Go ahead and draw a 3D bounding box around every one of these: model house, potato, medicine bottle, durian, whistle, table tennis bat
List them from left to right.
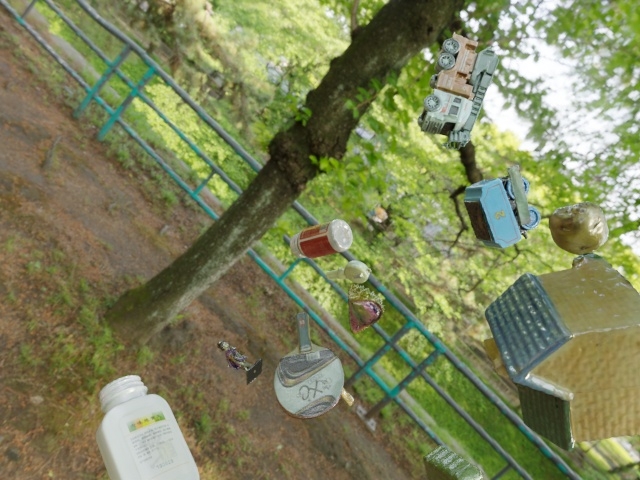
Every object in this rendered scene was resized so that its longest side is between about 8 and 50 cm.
[{"bbox_3d":[-0.446,0.502,1.178,0.179,0.124,0.324,-7,53,-47],"label":"medicine bottle"},{"bbox_3d":[-0.033,0.307,1.191,0.301,0.173,0.022,-98,178,-47],"label":"table tennis bat"},{"bbox_3d":[0.000,0.000,1.897,0.131,0.250,0.131,15,68,-43],"label":"medicine bottle"},{"bbox_3d":[0.139,0.164,2.356,0.126,0.258,0.067,59,42,-27],"label":"whistle"},{"bbox_3d":[0.142,0.198,1.433,0.119,0.108,0.186,-78,164,-49],"label":"durian"},{"bbox_3d":[0.600,0.285,1.175,0.334,0.342,0.382,-77,150,-65],"label":"model house"},{"bbox_3d":[0.813,-0.038,1.487,0.154,0.137,0.200,1,-28,47],"label":"potato"}]

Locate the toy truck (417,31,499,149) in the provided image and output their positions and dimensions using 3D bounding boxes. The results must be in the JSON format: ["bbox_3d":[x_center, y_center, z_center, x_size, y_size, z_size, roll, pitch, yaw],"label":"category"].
[{"bbox_3d":[0.421,-0.450,1.457,0.184,0.338,0.133,18,-11,6],"label":"toy truck"}]

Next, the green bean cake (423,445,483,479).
[{"bbox_3d":[0.509,0.915,1.763,0.248,0.125,0.222,1,-71,66],"label":"green bean cake"}]

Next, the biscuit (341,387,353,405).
[{"bbox_3d":[0.046,0.527,1.797,0.158,0.035,0.240,25,-29,58],"label":"biscuit"}]

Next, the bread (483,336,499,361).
[{"bbox_3d":[0.561,0.321,1.392,0.086,0.156,0.125,3,64,-21],"label":"bread"}]

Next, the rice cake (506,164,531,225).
[{"bbox_3d":[0.674,-0.153,1.596,0.034,0.043,0.211,-47,121,-70],"label":"rice cake"}]

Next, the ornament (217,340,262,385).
[{"bbox_3d":[-0.310,0.427,1.736,0.203,0.081,0.088,34,40,23],"label":"ornament"}]

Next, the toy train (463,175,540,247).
[{"bbox_3d":[0.783,-0.125,2.054,0.300,0.265,0.188,67,-10,-8],"label":"toy train"}]
